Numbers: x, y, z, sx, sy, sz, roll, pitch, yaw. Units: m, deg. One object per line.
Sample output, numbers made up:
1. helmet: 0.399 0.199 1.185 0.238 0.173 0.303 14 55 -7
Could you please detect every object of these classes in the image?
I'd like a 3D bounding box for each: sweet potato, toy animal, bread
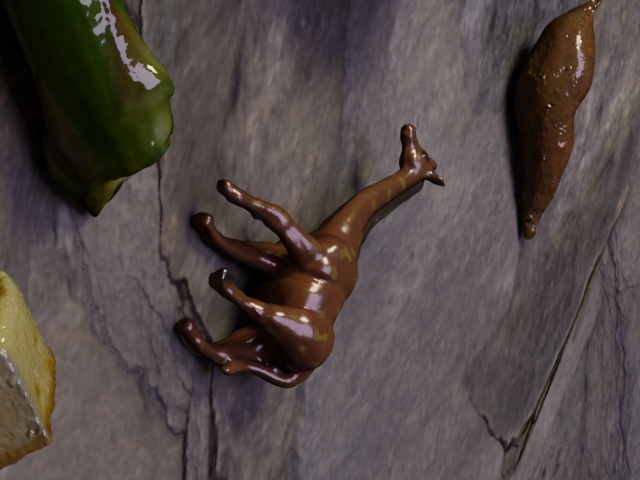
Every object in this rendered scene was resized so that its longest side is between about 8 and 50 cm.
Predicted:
1. sweet potato: 0.199 -0.112 1.658 0.068 0.068 0.226 5 101 -56
2. toy animal: 0.000 0.000 1.350 0.229 0.066 0.224 19 71 -43
3. bread: -0.204 0.074 1.094 0.109 0.080 0.084 -102 173 -61

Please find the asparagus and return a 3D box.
1. asparagus: -0.162 -0.160 1.093 0.082 0.085 0.343 -33 123 -24
